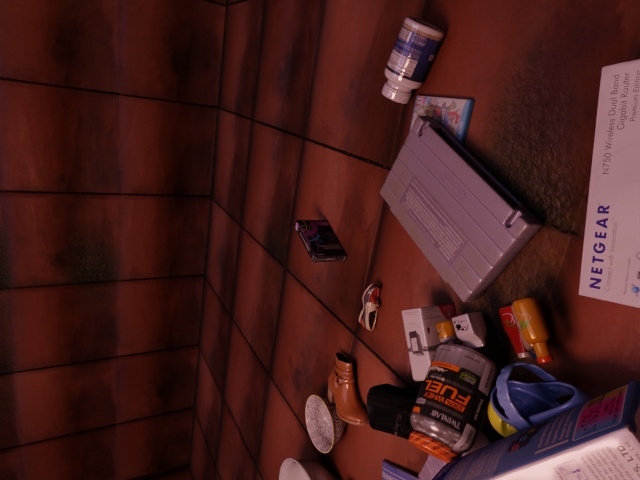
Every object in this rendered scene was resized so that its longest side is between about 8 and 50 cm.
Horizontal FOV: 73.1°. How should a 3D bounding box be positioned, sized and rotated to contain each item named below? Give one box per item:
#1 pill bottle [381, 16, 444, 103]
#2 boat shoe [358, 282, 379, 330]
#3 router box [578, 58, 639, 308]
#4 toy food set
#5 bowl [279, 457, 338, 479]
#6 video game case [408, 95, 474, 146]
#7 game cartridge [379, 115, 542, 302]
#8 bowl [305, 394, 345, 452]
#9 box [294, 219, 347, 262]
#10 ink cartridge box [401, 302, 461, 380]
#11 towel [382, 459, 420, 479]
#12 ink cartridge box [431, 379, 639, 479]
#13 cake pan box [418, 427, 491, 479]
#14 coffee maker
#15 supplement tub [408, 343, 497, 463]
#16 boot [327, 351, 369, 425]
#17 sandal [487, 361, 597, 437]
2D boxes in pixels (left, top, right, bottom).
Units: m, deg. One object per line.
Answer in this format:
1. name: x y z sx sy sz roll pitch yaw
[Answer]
1. pill bottle: 0.204 -0.407 0.986 0.094 0.094 0.169 58 138 40
2. boat shoe: 0.139 0.181 1.172 0.043 0.049 0.137 40 128 47
3. router box: 0.500 -0.064 0.520 0.301 0.082 0.335 11 102 58
4. toy food set: 0.326 0.179 0.795 0.232 0.111 0.104 -35 61 51
5. bowl: -0.012 0.835 1.376 0.298 0.134 0.297 3 94 59
6. video game case: 0.264 -0.259 0.970 0.166 0.015 0.119 33 119 54
7. game cartridge: 0.269 -0.072 0.917 0.355 0.068 0.230 60 146 35
8. bowl: 0.027 0.562 1.347 0.170 0.080 0.170 5 96 60
9. box: 0.000 0.000 1.328 0.162 0.116 0.029 62 140 35
10. ink cartridge box: 0.246 0.218 0.934 0.063 0.109 0.150 -24 71 54
11. towel: 0.242 0.743 1.051 0.243 0.040 0.336 -18 74 60
12. ink cartridge box: 0.306 0.399 0.551 0.395 0.151 0.270 -46 66 32
13. cake pan box: 0.301 0.510 0.831 0.245 0.070 0.267 -123 29 -44
14. coffee maker: 0.185 0.387 0.986 0.178 0.171 0.120 -17 50 56
15. supplement tub: 0.239 0.297 0.790 0.117 0.117 0.190 -14 43 59
16. boot: 0.082 0.430 1.261 0.197 0.073 0.152 22 106 54
17. sandal: 0.384 0.272 0.634 0.317 0.126 0.138 6 132 48
